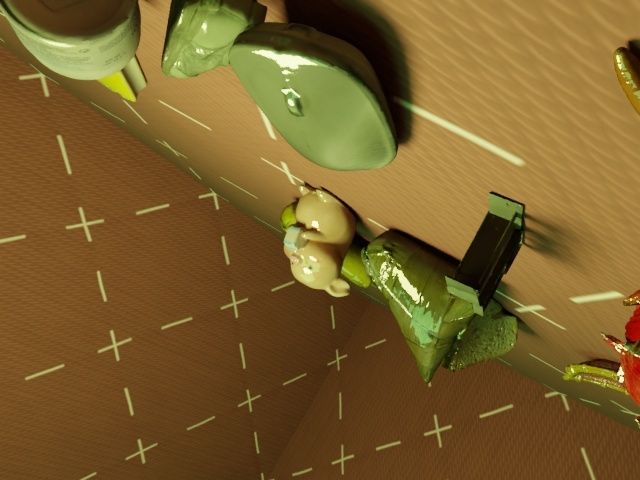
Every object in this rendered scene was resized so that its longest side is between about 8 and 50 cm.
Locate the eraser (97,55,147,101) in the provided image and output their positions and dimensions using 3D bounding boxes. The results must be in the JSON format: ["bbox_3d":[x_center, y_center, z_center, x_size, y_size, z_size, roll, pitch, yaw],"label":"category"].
[{"bbox_3d":[-0.508,-0.423,1.190,0.158,0.069,0.226,30,173,-8],"label":"eraser"}]

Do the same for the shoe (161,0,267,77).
[{"bbox_3d":[-0.153,-0.272,0.662,0.099,0.103,0.275,13,-178,-24],"label":"shoe"}]

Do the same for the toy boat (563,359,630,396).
[{"bbox_3d":[0.756,0.365,1.274,0.141,0.099,0.318,37,174,-18],"label":"toy boat"}]

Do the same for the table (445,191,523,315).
[{"bbox_3d":[0.262,0.028,0.796,0.063,0.146,0.175,27,171,25],"label":"table"}]

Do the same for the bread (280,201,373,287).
[{"bbox_3d":[0.041,0.002,1.634,0.384,0.112,0.166,37,-162,-13],"label":"bread"}]

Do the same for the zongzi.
[{"bbox_3d":[0.223,0.177,1.310,0.323,0.360,0.160,33,-142,23],"label":"zongzi"}]

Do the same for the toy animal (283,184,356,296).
[{"bbox_3d":[-0.002,0.003,1.383,0.195,0.256,0.213,24,180,42],"label":"toy animal"}]

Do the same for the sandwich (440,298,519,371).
[{"bbox_3d":[0.441,0.208,1.415,0.255,0.288,0.100,-13,-159,-22],"label":"sandwich"}]

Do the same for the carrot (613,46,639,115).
[{"bbox_3d":[0.270,-0.096,0.387,0.142,0.035,0.035,37,172,-10],"label":"carrot"}]

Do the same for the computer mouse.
[{"bbox_3d":[0.000,-0.163,0.664,0.198,0.094,0.331,16,175,17],"label":"computer mouse"}]

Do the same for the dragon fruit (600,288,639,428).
[{"bbox_3d":[0.426,0.119,0.472,0.241,0.241,0.252,37,-174,-36],"label":"dragon fruit"}]

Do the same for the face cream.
[{"bbox_3d":[-0.348,-0.334,0.711,0.177,0.177,0.153,33,171,-16],"label":"face cream"}]
